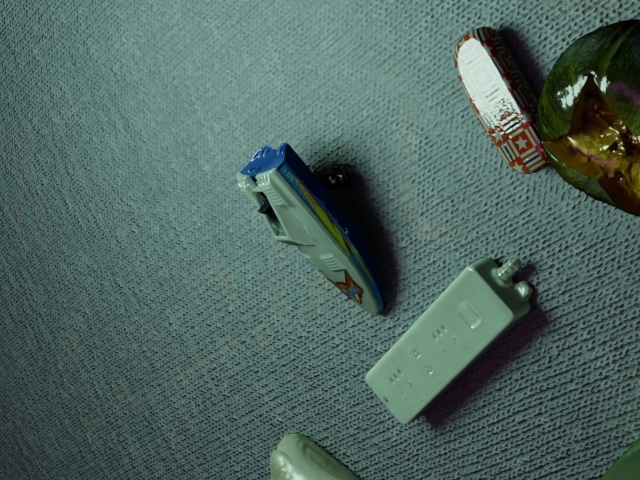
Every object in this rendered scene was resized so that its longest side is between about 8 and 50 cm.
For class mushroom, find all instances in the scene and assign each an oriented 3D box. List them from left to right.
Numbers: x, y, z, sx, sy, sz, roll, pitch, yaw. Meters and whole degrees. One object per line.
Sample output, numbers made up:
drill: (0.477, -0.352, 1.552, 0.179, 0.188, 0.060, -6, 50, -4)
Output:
mushroom: (0.070, 0.462, 1.779, 0.407, 0.137, 0.154, 33, 112, 36)

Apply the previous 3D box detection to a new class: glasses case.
glasses case: (0.233, -0.174, 1.466, 0.073, 0.049, 0.194, -32, 83, 44)

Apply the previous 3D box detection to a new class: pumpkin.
pumpkin: (0.358, -0.136, 1.291, 0.238, 0.159, 0.238, 26, 142, 23)

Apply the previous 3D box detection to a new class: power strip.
power strip: (0.178, 0.137, 1.618, 0.098, 0.058, 0.338, 51, 130, 16)

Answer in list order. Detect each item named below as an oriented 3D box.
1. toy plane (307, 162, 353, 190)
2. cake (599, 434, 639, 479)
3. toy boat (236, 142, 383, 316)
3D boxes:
toy plane: (-0.001, -0.088, 1.694, 0.145, 0.060, 0.037, 8, 111, 55)
cake: (0.458, 0.342, 1.389, 0.172, 0.158, 0.283, -35, 85, 43)
toy boat: (0.000, 0.000, 1.664, 0.295, 0.088, 0.129, 51, 159, -19)
